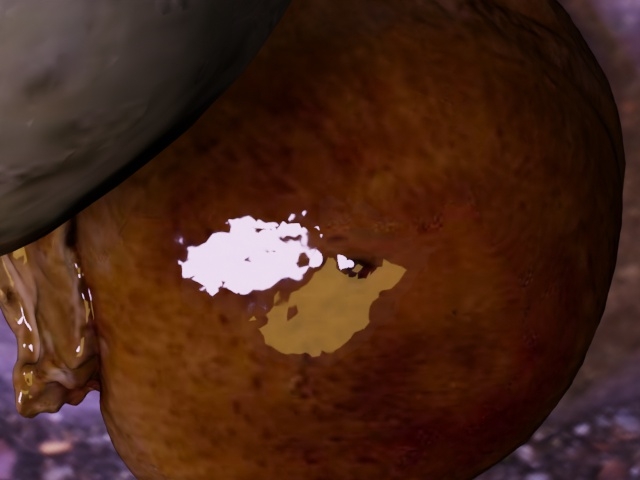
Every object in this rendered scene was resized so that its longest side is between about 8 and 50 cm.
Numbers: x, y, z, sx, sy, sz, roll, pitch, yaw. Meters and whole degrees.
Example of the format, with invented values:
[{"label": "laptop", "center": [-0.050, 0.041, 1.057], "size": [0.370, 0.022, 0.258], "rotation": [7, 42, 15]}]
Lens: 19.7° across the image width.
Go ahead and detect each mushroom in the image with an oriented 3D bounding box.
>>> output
[{"label": "mushroom", "center": [-0.006, 0.008, 0.785], "size": [0.283, 0.195, 0.263], "rotation": [-11, 125, 9]}]

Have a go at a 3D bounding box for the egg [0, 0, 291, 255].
[{"label": "egg", "center": [-0.144, -0.184, 0.595], "size": [0.345, 0.345, 0.428], "rotation": [33, 101, -15]}]
